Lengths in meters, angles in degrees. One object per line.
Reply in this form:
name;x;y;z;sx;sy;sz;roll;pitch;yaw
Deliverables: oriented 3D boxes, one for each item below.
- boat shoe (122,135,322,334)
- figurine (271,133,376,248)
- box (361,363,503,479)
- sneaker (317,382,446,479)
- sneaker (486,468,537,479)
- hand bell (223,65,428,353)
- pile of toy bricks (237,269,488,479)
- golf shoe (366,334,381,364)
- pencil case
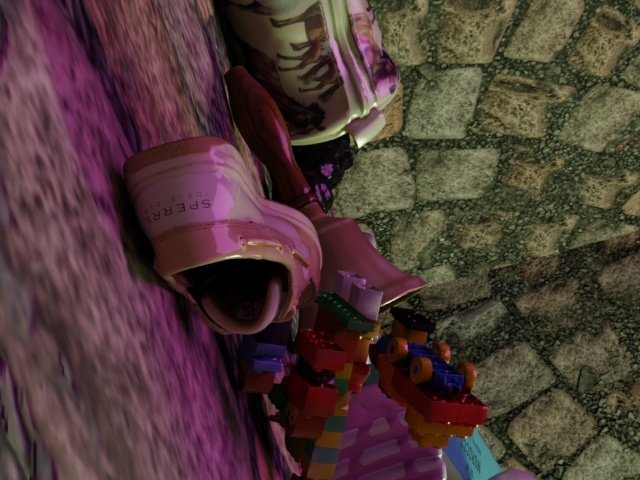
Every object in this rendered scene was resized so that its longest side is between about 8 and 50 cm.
boat shoe;-0.037;0.013;0.472;0.170;0.063;0.059;44;32;-66
figurine;0.000;0.000;1.158;0.209;0.092;0.215;-74;151;-70
box;0.086;0.191;0.942;0.244;0.100;0.060;56;34;-46
sneaker;0.049;0.220;0.814;0.104;0.095;0.236;-133;-148;-82
sneaker;0.116;0.297;0.913;0.235;0.090;0.095;-63;180;-1
hand bell;-0.021;-0.038;0.918;0.242;0.126;0.126;62;1;8
pile of toy bricks;0.001;0.087;0.607;0.212;0.118;0.105;-144;-116;-68
golf shoe;0.063;0.159;1.660;0.176;0.069;0.086;-102;170;-68
pencil case;-0.036;-0.293;1.048;0.183;0.160;0.410;43;-26;56
